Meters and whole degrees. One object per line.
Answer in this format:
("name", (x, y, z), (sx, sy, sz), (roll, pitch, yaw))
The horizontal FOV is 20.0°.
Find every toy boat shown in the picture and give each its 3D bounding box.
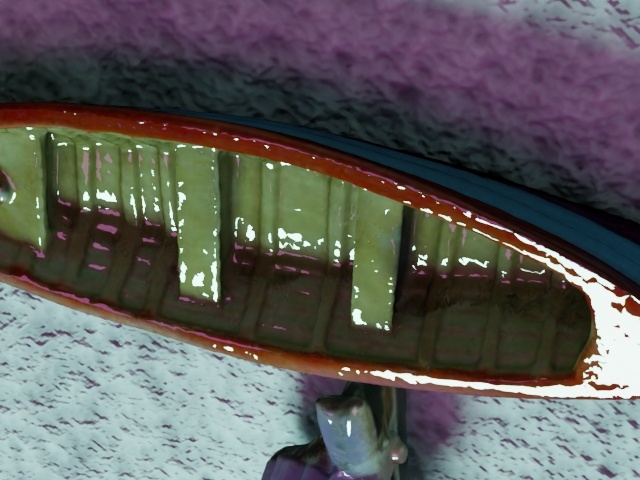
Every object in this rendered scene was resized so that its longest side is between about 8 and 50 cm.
("toy boat", (0.000, 0.000, 0.849), (0.392, 0.079, 0.136), (11, 129, 11))

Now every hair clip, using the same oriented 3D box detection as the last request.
("hair clip", (0.032, 0.169, 0.991), (0.106, 0.084, 0.292), (16, 139, 30))
